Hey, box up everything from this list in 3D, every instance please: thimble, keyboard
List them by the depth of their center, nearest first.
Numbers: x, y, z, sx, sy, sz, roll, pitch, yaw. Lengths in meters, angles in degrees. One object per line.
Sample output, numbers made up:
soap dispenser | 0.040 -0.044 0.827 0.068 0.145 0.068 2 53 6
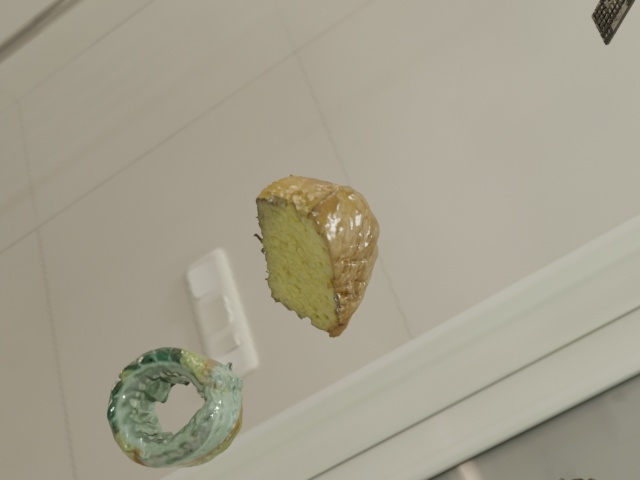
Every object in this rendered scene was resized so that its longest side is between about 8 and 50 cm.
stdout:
keyboard | 0.426 -0.362 1.297 0.204 0.013 0.061 106 -26 -58
thimble | -0.310 0.361 2.031 0.167 0.288 0.254 35 33 -65

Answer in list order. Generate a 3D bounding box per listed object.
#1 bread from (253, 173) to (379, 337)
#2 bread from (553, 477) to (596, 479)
bread | 0.000 0.000 1.219 0.139 0.143 0.229 -53 155 -33
bread | 0.356 0.467 1.429 0.222 0.181 0.096 -67 138 -58
